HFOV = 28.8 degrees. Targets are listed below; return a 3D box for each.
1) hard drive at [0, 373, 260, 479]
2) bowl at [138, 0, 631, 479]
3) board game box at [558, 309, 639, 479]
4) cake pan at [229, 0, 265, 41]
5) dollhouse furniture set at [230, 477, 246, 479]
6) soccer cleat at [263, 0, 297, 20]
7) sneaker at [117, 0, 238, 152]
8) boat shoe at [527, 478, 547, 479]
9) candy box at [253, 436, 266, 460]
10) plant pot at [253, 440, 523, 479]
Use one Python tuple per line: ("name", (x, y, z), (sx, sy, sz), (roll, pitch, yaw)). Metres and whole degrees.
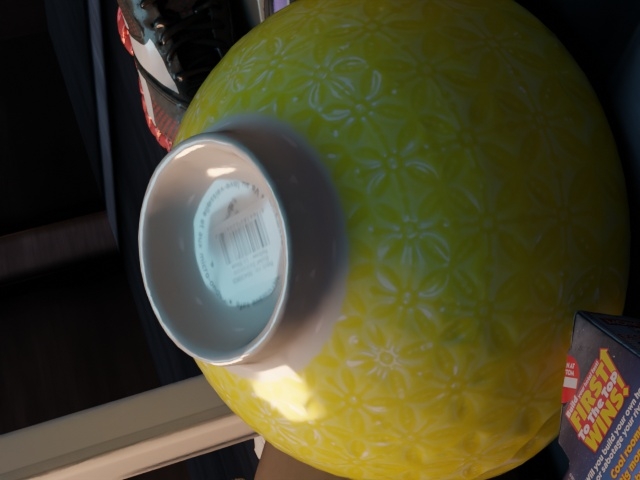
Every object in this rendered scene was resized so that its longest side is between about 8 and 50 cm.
("hard drive", (-0.101, 0.148, 1.034), (0.233, 0.353, 0.047), (124, 129, -71))
("bowl", (0.000, 0.000, 0.659), (0.289, 0.156, 0.290), (5, 98, 43))
("board game box", (0.154, 0.129, 0.546), (0.194, 0.060, 0.194), (-114, 40, -55))
("cake pan", (-0.067, -0.241, 1.118), (0.293, 0.054, 0.293), (165, 90, -76))
("dollhouse furniture set", (-0.034, 0.295, 1.033), (0.151, 0.301, 0.198), (169, 88, -78))
("soccer cleat", (0.056, -0.067, 0.777), (0.116, 0.108, 0.318), (-39, 64, 53))
("sneaker", (-0.116, -0.172, 1.065), (0.135, 0.097, 0.276), (88, 162, -49))
("boat shoe", (0.155, 0.245, 0.701), (0.073, 0.080, 0.224), (-100, -9, -84))
("candy box", (-0.029, 0.185, 1.366), (0.159, 0.071, 0.233), (-125, 25, -52))
("plant pot", (0.043, 0.206, 0.844), (0.263, 0.263, 0.229), (169, 104, -75))
